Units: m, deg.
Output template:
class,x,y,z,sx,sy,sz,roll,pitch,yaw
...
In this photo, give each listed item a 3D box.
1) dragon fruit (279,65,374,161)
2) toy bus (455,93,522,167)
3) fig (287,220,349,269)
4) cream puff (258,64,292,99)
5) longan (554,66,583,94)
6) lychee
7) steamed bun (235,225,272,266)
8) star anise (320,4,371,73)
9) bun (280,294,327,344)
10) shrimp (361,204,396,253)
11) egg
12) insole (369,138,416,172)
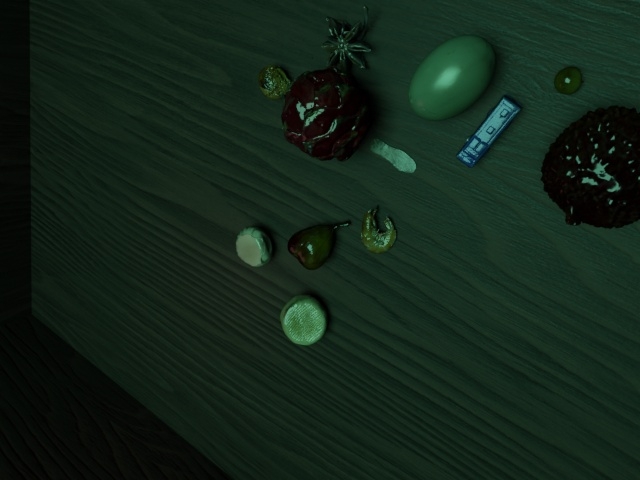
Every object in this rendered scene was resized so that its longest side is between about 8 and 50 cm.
class,x,y,z,sx,sy,sz,roll,pitch,yaw
dragon fruit,0.024,-0.426,1.544,0.330,0.329,0.328,10,111,28
toy bus,0.513,-0.333,1.406,0.079,0.094,0.236,42,122,12
fig,0.000,0.001,1.806,0.274,0.145,0.170,-37,87,20
cream puff,-0.177,-0.598,1.727,0.133,0.104,0.119,39,115,13
longan,0.703,-0.450,1.279,0.084,0.075,0.075,-5,107,-11
lychee,0.750,-0.185,1.207,0.306,0.306,0.330,35,93,17
steamed bun,-0.284,0.022,1.990,0.183,0.106,0.182,13,114,30
star anise,0.097,-0.676,1.544,0.231,0.089,0.209,-17,109,39
bun,-0.069,0.336,1.961,0.223,0.127,0.222,0,96,2
shrimp,0.218,-0.040,1.714,0.133,0.051,0.187,-4,110,12
egg,0.390,-0.482,1.365,0.283,0.203,0.202,-39,84,30
insole,0.258,-0.302,1.620,0.193,0.006,0.065,35,121,17
